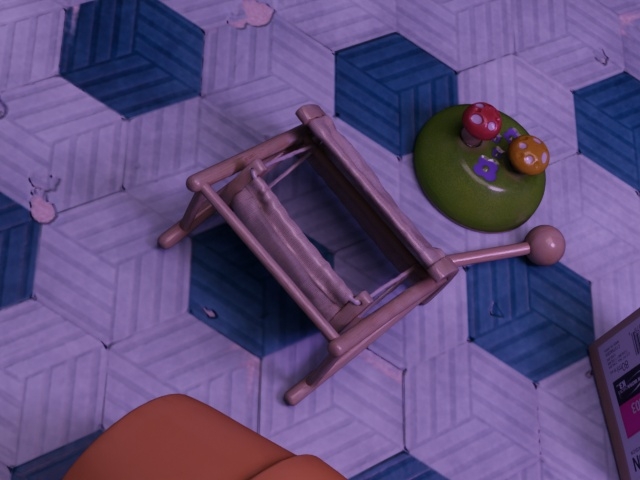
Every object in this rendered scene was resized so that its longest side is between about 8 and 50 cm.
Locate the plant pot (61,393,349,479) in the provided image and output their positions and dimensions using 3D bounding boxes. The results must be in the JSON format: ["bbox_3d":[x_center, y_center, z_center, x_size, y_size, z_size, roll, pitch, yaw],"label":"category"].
[{"bbox_3d":[-0.126,0.284,1.330,0.203,0.291,0.291,41,56,21],"label":"plant pot"}]

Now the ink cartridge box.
[{"bbox_3d":[0.421,0.168,1.614,0.088,0.234,0.193,1,63,-21],"label":"ink cartridge box"}]

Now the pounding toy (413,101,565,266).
[{"bbox_3d":[0.225,-0.089,1.744,0.183,0.110,0.236,0,64,-21],"label":"pounding toy"}]

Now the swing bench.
[{"bbox_3d":[0.000,0.000,1.578,0.255,0.165,0.253,-36,80,-32],"label":"swing bench"}]
